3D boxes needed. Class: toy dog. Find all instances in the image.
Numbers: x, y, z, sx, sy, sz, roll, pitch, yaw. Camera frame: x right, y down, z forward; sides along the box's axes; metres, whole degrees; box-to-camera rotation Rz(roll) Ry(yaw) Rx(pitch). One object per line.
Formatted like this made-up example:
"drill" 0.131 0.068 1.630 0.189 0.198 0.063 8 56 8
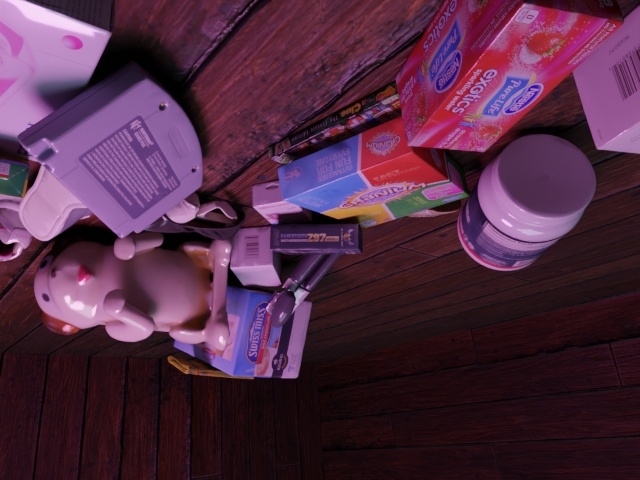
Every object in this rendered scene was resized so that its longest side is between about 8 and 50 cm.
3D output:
"toy dog" -0.446 0.098 1.179 0.409 0.284 0.395 7 174 -24

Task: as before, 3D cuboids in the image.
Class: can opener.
"can opener" -0.033 0.106 1.262 0.076 0.095 0.283 31 107 -29

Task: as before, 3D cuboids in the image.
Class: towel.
"towel" -0.298 0.351 1.371 0.102 0.021 0.237 15 174 44

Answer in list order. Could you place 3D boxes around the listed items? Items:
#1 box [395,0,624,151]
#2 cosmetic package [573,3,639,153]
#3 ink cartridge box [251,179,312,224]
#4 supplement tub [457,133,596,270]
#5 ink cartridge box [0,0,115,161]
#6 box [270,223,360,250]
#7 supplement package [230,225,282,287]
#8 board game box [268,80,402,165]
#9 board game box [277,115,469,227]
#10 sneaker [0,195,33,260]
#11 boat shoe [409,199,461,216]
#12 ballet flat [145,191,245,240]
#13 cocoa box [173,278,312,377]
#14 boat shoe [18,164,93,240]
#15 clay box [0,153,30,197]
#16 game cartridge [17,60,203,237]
"box" 0.208 -0.227 0.607 0.128 0.122 0.257 1 158 -18
"cosmetic package" 0.573 -0.214 0.676 0.366 0.155 0.197 2 158 -18
"ink cartridge box" -0.079 -0.076 1.033 0.089 0.052 0.122 -10 157 15
"supplement tub" 0.390 -0.065 0.972 0.191 0.191 0.272 -5 159 0
"ink cartridge box" -0.452 -0.220 0.564 0.330 0.071 0.324 10 155 -36
"box" 0.000 0.000 1.103 0.184 0.059 0.233 0 177 7
"supplement package" -0.160 0.046 1.259 0.105 0.105 0.179 -5 158 2
"board game box" 0.052 -0.173 0.846 0.260 0.030 0.136 -20 157 34
"board game box" 0.111 -0.107 0.916 0.242 0.064 0.317 -18 164 29
"sneaker" -0.664 -0.010 0.995 0.253 0.111 0.103 -19 155 33
"boat shoe" 0.245 -0.078 1.112 0.136 0.050 0.045 2 164 11
"ballet flat" -0.258 -0.064 0.993 0.096 0.095 0.281 -29 160 27
"cocoa box" -0.235 0.248 1.453 0.228 0.231 0.347 17 173 -41
"boat shoe" -0.421 -0.104 0.876 0.320 0.116 0.099 -29 -168 34
"clay box" -0.516 -0.113 0.744 0.128 0.053 0.222 10 -172 -34
"game cartridge" -0.276 -0.122 0.732 0.196 0.060 0.294 -36 163 -13
